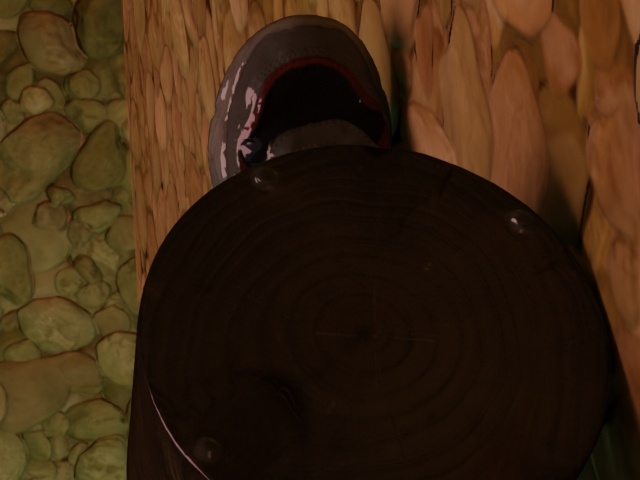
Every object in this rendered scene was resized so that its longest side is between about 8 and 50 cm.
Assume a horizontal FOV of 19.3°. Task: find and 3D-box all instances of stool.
[{"bbox_3d":[0.005,0.106,0.794,0.264,0.179,0.179,101,160,-55],"label":"stool"}]

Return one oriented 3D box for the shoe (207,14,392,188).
[{"bbox_3d":[0.001,0.000,0.947,0.125,0.099,0.227,-127,28,-83],"label":"shoe"}]
